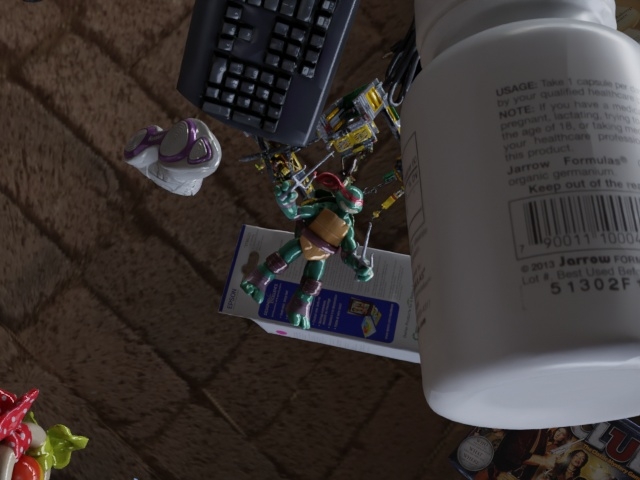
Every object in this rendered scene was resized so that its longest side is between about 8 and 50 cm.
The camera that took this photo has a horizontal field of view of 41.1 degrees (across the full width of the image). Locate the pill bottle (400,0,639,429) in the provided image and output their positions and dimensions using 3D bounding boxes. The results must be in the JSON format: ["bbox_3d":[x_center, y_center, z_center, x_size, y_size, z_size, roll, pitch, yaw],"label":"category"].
[{"bbox_3d":[0.106,-0.034,0.420,0.131,0.131,0.229,6,65,-18],"label":"pill bottle"}]

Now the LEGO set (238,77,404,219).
[{"bbox_3d":[0.032,-0.141,1.580,0.331,0.192,0.255,-16,107,22],"label":"LEGO set"}]

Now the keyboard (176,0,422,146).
[{"bbox_3d":[0.021,-0.211,0.629,0.201,0.033,0.317,13,121,-11],"label":"keyboard"}]

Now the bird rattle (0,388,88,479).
[{"bbox_3d":[-0.476,0.352,1.374,0.143,0.253,0.207,2,66,0],"label":"bird rattle"}]

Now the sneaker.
[{"bbox_3d":[-0.256,-0.153,1.637,0.152,0.305,0.114,43,73,-32],"label":"sneaker"}]

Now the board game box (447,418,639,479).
[{"bbox_3d":[0.289,0.263,0.972,0.165,0.243,0.042,-47,138,-12],"label":"board game box"}]

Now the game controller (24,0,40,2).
[{"bbox_3d":[-0.500,-0.513,1.503,0.067,0.319,0.166,33,89,-12],"label":"game controller"}]

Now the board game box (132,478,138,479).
[{"bbox_3d":[-0.368,0.532,1.449,0.039,0.211,0.160,32,115,-13],"label":"board game box"}]

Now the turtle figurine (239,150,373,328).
[{"bbox_3d":[0.000,0.000,1.179,0.175,0.118,0.234,37,105,4],"label":"turtle figurine"}]

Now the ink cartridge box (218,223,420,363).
[{"bbox_3d":[0.024,0.091,1.486,0.370,0.069,0.176,12,65,3],"label":"ink cartridge box"}]

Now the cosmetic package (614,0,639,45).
[{"bbox_3d":[0.370,-0.254,1.012,0.060,0.115,0.041,-36,128,15],"label":"cosmetic package"}]
